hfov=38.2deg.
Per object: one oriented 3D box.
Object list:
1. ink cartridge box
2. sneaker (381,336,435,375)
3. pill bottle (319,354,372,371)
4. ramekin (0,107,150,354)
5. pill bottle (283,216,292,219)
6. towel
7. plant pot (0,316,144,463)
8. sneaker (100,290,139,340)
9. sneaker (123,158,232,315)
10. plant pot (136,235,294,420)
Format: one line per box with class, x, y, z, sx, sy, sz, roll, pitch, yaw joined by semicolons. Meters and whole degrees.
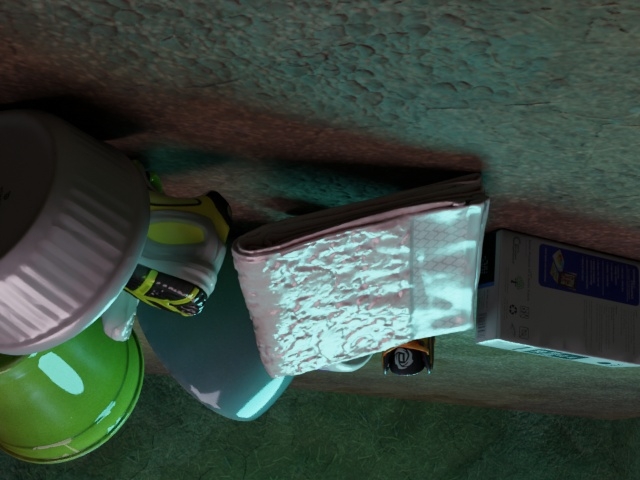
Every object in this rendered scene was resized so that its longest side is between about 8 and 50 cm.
ink cartridge box;0.385;0.096;1.386;0.332;0.165;0.065;13;163;-23
sneaker;0.148;0.133;1.550;0.124;0.180;0.321;-1;164;19
pill bottle;-0.056;0.146;1.662;0.301;0.169;0.169;-4;163;42
ramekin;-0.331;-0.021;1.008;0.273;0.273;0.127;-3;152;25
pill bottle;0.000;0.000;1.331;0.116;0.065;0.065;13;162;-26
towel;0.060;0.063;1.213;0.317;0.053;0.332;-14;145;-5
plant pot;-0.573;0.212;1.806;0.366;0.366;0.353;2;153;9
sneaker;-0.291;0.039;1.268;0.094;0.235;0.090;13;131;-21
sneaker;-0.275;-0.029;1.174;0.384;0.147;0.145;20;159;22
plant pot;-0.116;0.104;1.437;0.195;0.290;0.290;-41;146;17
